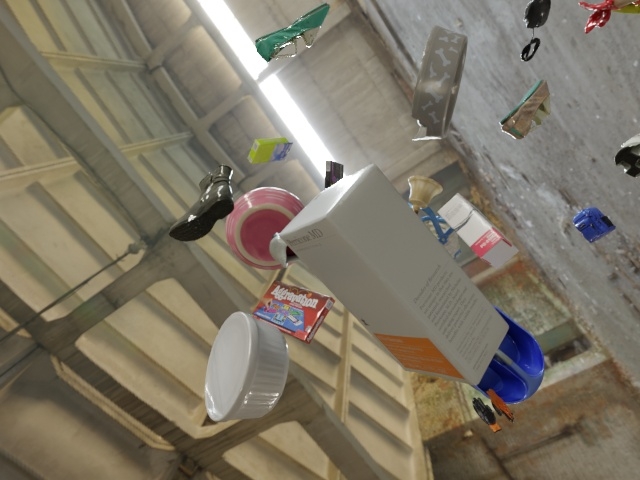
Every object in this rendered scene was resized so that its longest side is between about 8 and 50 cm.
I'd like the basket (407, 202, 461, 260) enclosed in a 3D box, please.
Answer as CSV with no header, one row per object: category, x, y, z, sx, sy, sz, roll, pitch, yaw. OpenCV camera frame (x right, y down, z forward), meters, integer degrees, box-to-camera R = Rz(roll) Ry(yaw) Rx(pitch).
basket,0.410,-0.036,1.683,0.289,0.201,0.255,51,171,-26

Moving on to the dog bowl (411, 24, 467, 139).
dog bowl,0.378,-0.484,1.330,0.349,0.102,0.348,14,-90,-73

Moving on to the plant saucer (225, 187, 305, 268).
plant saucer,-0.197,-0.032,1.601,0.332,0.332,0.084,52,-171,-19

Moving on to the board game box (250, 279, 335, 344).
board game box,-0.091,0.206,1.263,0.281,0.145,0.027,8,147,49

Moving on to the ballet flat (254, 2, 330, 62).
ballet flat,-0.071,-0.596,1.232,0.083,0.247,0.087,-78,-36,-69

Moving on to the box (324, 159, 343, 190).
box,0.055,-0.244,1.626,0.162,0.029,0.116,-12,-77,-70

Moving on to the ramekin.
ramekin,-0.189,0.329,1.086,0.127,0.273,0.273,20,-146,-29

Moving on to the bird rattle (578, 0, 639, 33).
bird rattle,0.900,-0.726,1.226,0.207,0.254,0.143,3,118,63

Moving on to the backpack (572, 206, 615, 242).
backpack,1.019,-0.065,1.583,0.101,0.098,0.120,-11,-117,-30

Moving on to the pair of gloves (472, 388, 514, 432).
pair of gloves,0.348,0.343,0.849,0.083,0.010,0.074,-9,-133,-34

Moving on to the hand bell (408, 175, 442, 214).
hand bell,0.329,-0.094,1.487,0.126,0.242,0.126,23,168,5

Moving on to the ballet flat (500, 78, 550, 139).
ballet flat,0.704,-0.430,1.410,0.106,0.316,0.107,43,152,5

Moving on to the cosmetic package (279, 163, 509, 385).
cosmetic package,0.151,0.084,0.887,0.453,0.161,0.230,48,155,-12

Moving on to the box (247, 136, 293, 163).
box,-0.213,-0.384,1.794,0.178,0.109,0.042,-17,-118,-41

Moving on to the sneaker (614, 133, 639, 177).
sneaker,0.996,-0.191,1.147,0.330,0.146,0.122,41,150,15

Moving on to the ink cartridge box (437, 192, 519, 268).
ink cartridge box,0.538,-0.034,1.441,0.172,0.100,0.237,22,-152,-46

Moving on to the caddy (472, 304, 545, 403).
caddy,0.525,0.346,1.320,0.341,0.241,0.179,39,171,5

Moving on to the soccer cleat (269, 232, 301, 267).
soccer cleat,0.000,0.000,1.363,0.143,0.331,0.116,-129,22,-51

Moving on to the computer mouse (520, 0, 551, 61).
computer mouse,0.687,-0.670,1.348,0.242,0.071,0.041,58,-161,-59

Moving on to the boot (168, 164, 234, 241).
boot,-0.351,-0.110,1.266,0.083,0.246,0.161,38,-151,-44
